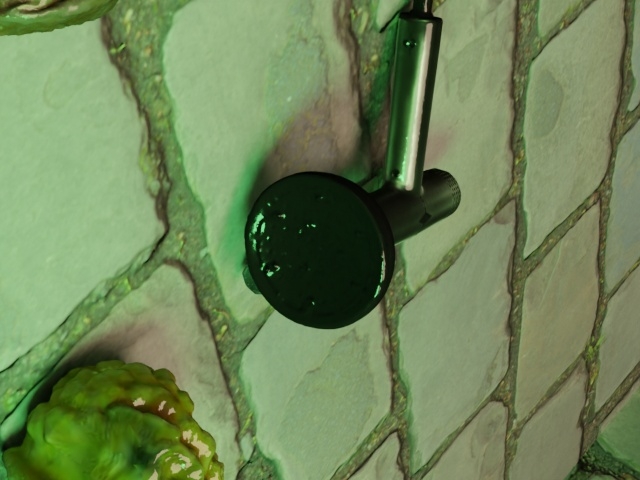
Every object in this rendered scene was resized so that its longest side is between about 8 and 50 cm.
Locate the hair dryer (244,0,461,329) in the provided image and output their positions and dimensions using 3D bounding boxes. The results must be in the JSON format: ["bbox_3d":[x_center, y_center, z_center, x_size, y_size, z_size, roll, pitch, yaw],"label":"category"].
[{"bbox_3d":[0.045,-0.101,1.311,0.320,0.156,0.284,-40,121,-55],"label":"hair dryer"}]

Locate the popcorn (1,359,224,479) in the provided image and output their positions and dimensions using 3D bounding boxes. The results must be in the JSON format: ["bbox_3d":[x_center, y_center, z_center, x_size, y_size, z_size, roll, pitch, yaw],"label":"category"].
[{"bbox_3d":[-0.191,0.221,1.174,0.189,0.218,0.169,-31,-171,-15],"label":"popcorn"}]

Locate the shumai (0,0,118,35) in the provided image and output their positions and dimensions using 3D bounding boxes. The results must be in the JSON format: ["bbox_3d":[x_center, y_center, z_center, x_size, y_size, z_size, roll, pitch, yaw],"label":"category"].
[{"bbox_3d":[-0.196,-0.198,0.833,0.145,0.146,0.116,-23,114,-47],"label":"shumai"}]

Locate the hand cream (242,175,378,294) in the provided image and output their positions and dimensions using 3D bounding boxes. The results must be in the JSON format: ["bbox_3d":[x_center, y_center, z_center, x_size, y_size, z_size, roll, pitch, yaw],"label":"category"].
[{"bbox_3d":[0.000,0.000,1.384,0.234,0.050,0.080,-32,133,-47],"label":"hand cream"}]
